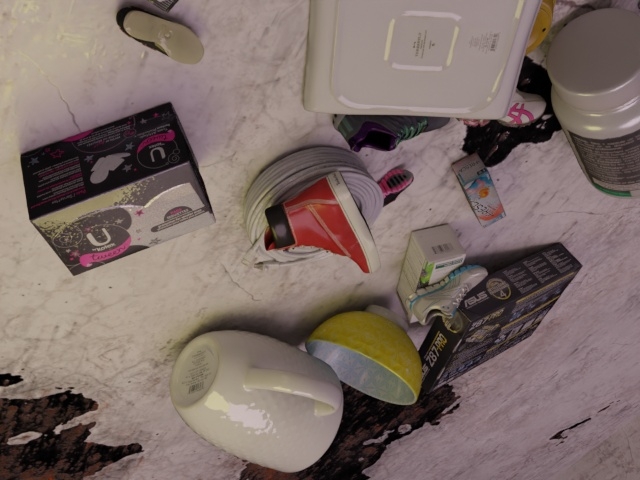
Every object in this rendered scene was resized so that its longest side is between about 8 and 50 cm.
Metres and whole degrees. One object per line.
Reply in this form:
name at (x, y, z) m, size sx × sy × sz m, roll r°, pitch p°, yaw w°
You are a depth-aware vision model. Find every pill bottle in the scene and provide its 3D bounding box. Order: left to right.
pill bottle at (0.538, -0.238, 1.400) m, size 0.204 × 0.204 × 0.361 m, roll -33°, pitch 144°, yaw 14°

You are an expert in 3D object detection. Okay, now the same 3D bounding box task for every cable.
cable at (-0.015, -0.059, 1.434) m, size 0.257 × 0.089 × 0.257 m, roll -3°, pitch 139°, yaw -26°

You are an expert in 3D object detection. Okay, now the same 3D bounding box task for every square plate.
square plate at (0.151, -0.307, 1.145) m, size 0.343 × 0.049 × 0.347 m, roll 3°, pitch 141°, yaw -2°

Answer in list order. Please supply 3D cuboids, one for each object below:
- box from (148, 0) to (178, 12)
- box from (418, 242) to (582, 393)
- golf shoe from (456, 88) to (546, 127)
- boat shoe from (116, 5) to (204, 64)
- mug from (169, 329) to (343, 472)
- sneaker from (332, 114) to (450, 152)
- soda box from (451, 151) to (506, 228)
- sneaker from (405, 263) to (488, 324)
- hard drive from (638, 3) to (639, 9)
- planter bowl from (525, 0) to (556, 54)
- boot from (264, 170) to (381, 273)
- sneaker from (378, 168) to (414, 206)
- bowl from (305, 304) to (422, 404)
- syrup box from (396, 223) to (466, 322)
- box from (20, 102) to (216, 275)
box at (-0.205, -0.394, 0.931) m, size 0.184 × 0.045 × 0.190 m, roll -41°, pitch 140°, yaw 21°
box at (0.429, 0.193, 1.915) m, size 0.394 × 0.097 × 0.318 m, roll -21°, pitch 150°, yaw -30°
golf shoe at (0.333, -0.251, 1.389) m, size 0.186 × 0.068 × 0.086 m, roll -6°, pitch 140°, yaw -22°
boat shoe at (-0.219, -0.285, 1.070) m, size 0.133 × 0.042 × 0.049 m, roll 18°, pitch 103°, yaw -43°
mug at (-0.122, 0.334, 1.688) m, size 0.374 × 0.276 × 0.328 m, roll -12°, pitch 147°, yaw 42°
sneaker at (0.135, -0.187, 1.338) m, size 0.223 × 0.098 × 0.083 m, roll -7°, pitch 142°, yaw -20°
soda box at (0.326, -0.100, 1.585) m, size 0.058 × 0.063 × 0.183 m, roll -30°, pitch 144°, yaw 9°
sneaker at (0.284, 0.123, 1.672) m, size 0.190 × 0.083 × 0.071 m, roll -31°, pitch 142°, yaw 7°
hard drive at (0.707, -0.422, 1.221) m, size 0.339 × 0.237 × 0.064 m, roll -39°, pitch 130°, yaw 24°
planter bowl at (0.296, -0.350, 1.221) m, size 0.217 × 0.090 × 0.217 m, roll -15°, pitch 144°, yaw -11°
boot at (0.000, 0.000, 1.370) m, size 0.176 × 0.088 × 0.244 m, roll -27°, pitch 135°, yaw 5°
sneaker at (0.137, -0.096, 1.510) m, size 0.119 × 0.047 × 0.057 m, roll -34°, pitch 150°, yaw 28°
bowl at (0.124, 0.246, 1.820) m, size 0.156 × 0.289 × 0.289 m, roll -61°, pitch 152°, yaw -22°
syrup box at (0.245, 0.078, 1.746) m, size 0.093 × 0.096 × 0.237 m, roll -12°, pitch 142°, yaw -15°
box at (-0.310, -0.075, 1.205) m, size 0.247 × 0.142 × 0.163 m, roll -20°, pitch 144°, yaw -3°
